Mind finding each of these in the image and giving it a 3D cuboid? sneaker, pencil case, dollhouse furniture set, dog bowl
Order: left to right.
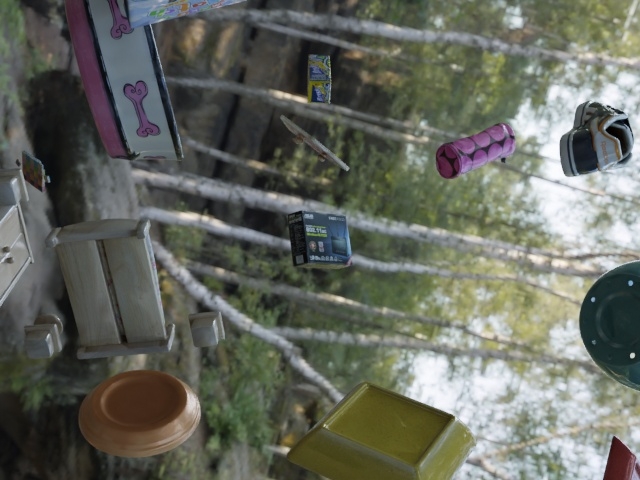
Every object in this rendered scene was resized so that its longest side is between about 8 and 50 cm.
[{"bbox_3d":[-0.328,-0.004,1.265,0.174,0.355,0.303,-89,174,-63],"label":"dollhouse furniture set"},{"bbox_3d":[-0.397,-0.345,1.764,0.408,0.150,0.408,165,-90,-82],"label":"dog bowl"},{"bbox_3d":[0.348,-0.200,1.980,0.098,0.209,0.095,-3,-76,52],"label":"pencil case"},{"bbox_3d":[0.594,-0.215,1.828,0.321,0.127,0.126,-47,123,-54],"label":"sneaker"}]

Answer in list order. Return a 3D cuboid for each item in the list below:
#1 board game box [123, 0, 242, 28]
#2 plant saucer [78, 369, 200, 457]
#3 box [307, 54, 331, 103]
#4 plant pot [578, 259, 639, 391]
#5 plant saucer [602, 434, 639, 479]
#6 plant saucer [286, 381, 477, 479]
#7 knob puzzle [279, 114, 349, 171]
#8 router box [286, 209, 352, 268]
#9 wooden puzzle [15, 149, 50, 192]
[{"bbox_3d":[-0.156,-0.314,1.036,0.211,0.160,0.039,175,-102,-79],"label":"board game box"},{"bbox_3d":[-0.300,0.277,1.451,0.200,0.199,0.037,-76,173,-60],"label":"plant saucer"},{"bbox_3d":[-0.004,-0.390,2.105,0.169,0.054,0.059,-90,-176,-57],"label":"box"},{"bbox_3d":[0.656,0.170,1.738,0.293,0.235,0.293,-15,-110,48],"label":"plant pot"},{"bbox_3d":[0.625,0.573,1.773,0.258,0.047,0.259,55,49,-36],"label":"plant saucer"},{"bbox_3d":[0.147,0.430,1.923,0.333,0.332,0.081,-32,135,-56],"label":"plant saucer"},{"bbox_3d":[-0.015,-0.223,2.121,0.030,0.213,0.213,-53,-179,1],"label":"knob puzzle"},{"bbox_3d":[0.000,0.000,1.508,0.038,0.122,0.092,-18,-104,39],"label":"router box"},{"bbox_3d":[-0.436,-0.105,1.325,0.006,0.083,0.049,-29,142,-44],"label":"wooden puzzle"}]
